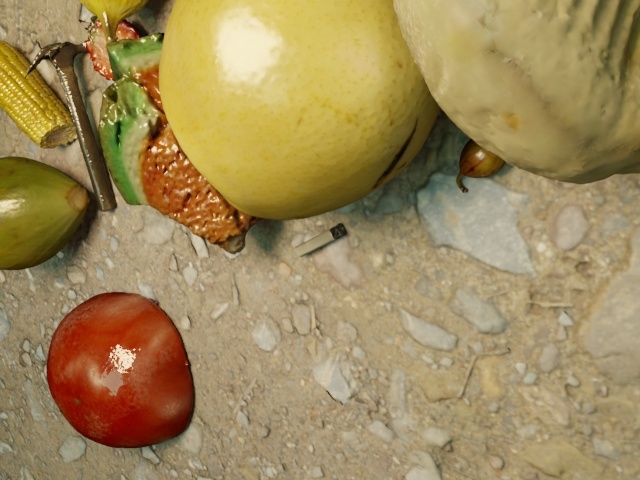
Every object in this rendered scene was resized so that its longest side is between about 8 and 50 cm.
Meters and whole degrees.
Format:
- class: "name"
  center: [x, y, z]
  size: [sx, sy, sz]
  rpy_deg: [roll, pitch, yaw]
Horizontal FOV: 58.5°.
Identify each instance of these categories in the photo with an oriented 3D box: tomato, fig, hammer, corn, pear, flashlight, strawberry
- class: "tomato"
  center: [-0.398, 0.261, 1.066]
  size: [0.338, 0.144, 0.338]
  rpy_deg: [10, 109, 32]
- class: "fig"
  center: [-0.296, -0.366, 0.819]
  size: [0.159, 0.159, 0.257]
  rpy_deg: [-12, 80, 34]
- class: "hammer"
  center: [-0.418, -0.195, 1.008]
  size: [0.027, 0.125, 0.297]
  rpy_deg: [24, 130, 64]
- class: "fig"
  center: [0.183, -0.088, 0.672]
  size: [0.050, 0.050, 0.083]
  rpy_deg: [46, 140, 14]
- class: "corn"
  center: [-0.549, -0.270, 1.054]
  size: [0.244, 0.093, 0.093]
  rpy_deg: [46, 121, 14]
- class: "pear"
  center: [-0.027, -0.172, 0.618]
  size: [0.309, 0.309, 0.309]
  rpy_deg: [8, 106, 30]
- class: "flashlight"
  center: [0.000, 0.000, 0.820]
  size: [0.083, 0.018, 0.018]
  rpy_deg: [-28, 85, 34]
- class: "fig"
  center: [-0.547, -0.061, 1.045]
  size: [0.230, 0.207, 0.207]
  rpy_deg: [-42, 78, 13]
- class: "strawberry"
  center: [-0.321, -0.305, 0.933]
  size: [0.152, 0.048, 0.104]
  rpy_deg: [41, 114, 0]

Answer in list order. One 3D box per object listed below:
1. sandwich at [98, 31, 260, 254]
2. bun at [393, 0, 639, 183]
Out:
- class: "sandwich"
  center: [-0.206, -0.103, 0.802]
  size: [0.301, 0.162, 0.250]
  rpy_deg: [52, 162, 3]
- class: "bun"
  center: [0.206, -0.226, 0.470]
  size: [0.219, 0.365, 0.365]
  rpy_deg: [170, 81, -76]
